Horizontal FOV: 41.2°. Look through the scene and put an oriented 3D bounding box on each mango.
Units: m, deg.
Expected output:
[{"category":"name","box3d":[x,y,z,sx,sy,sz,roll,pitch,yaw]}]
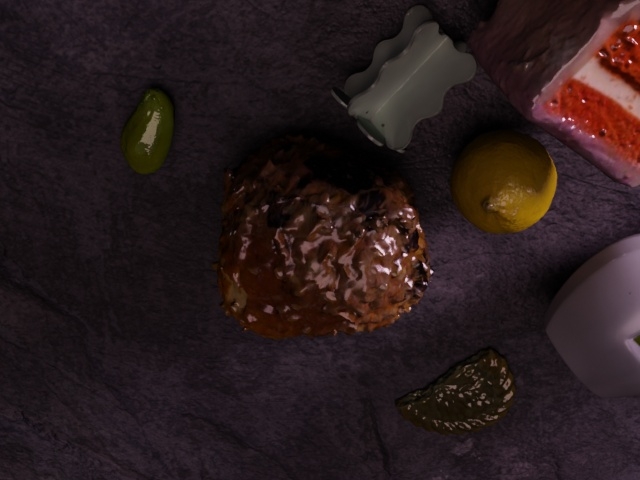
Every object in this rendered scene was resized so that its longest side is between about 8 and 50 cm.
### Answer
[{"category":"mango","box3d":[-0.306,-0.190,1.506,0.091,0.074,0.165,16,124,-4]}]

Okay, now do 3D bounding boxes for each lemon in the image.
[{"category":"lemon","box3d":[0.308,-0.097,1.445,0.178,0.203,0.178,12,121,21]}]

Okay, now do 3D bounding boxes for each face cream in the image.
[{"category":"face cream","box3d":[0.614,0.124,1.555,0.357,0.219,0.312,-38,112,23]}]

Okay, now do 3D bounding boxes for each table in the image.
[{"category":"table","box3d":[0.142,-0.264,1.377,0.166,0.166,0.198,37,112,-19]}]

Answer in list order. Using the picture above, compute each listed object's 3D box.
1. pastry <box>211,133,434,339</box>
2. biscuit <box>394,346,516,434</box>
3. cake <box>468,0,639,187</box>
[{"category":"pastry","box3d":[-0.014,-0.011,1.485,0.404,0.292,0.338,-10,115,25]},{"category":"biscuit","box3d":[0.315,0.350,1.848,0.187,0.036,0.273,40,119,-20]},{"category":"cake","box3d":[0.409,-0.259,1.259,0.308,0.230,0.237,23,117,-36]}]
